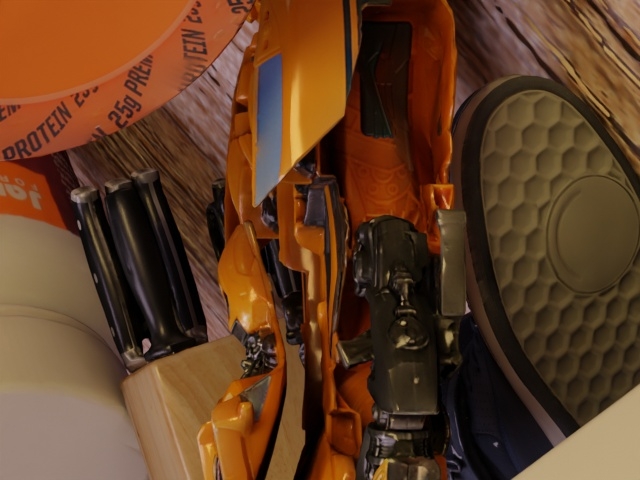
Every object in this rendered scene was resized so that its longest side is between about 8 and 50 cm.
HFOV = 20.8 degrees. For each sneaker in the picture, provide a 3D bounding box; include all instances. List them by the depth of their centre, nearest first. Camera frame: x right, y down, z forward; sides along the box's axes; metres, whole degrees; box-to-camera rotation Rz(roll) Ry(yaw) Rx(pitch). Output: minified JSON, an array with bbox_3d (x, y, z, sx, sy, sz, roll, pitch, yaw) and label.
[{"bbox_3d":[0.070,0.030,0.721,0.163,0.086,0.226,20,138,57],"label":"sneaker"}]

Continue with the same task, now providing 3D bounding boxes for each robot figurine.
[{"bbox_3d":[0.000,0.000,0.635,0.211,0.085,0.291,120,150,-77],"label":"robot figurine"}]

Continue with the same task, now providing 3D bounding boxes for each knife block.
[{"bbox_3d":[-0.057,0.099,0.906,0.242,0.275,0.088,29,163,-9],"label":"knife block"}]

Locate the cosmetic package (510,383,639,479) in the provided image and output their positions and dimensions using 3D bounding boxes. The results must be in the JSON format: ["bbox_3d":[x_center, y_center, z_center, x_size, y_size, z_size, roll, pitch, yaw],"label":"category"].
[{"bbox_3d":[0.136,0.165,0.574,0.138,0.224,0.224,39,154,41],"label":"cosmetic package"}]

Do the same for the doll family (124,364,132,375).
[{"bbox_3d":[-0.160,0.066,1.271,0.076,0.111,0.193,-15,97,34],"label":"doll family"}]

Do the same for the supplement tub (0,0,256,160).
[{"bbox_3d":[-0.131,-0.185,0.581,0.193,0.194,0.316,82,169,-49],"label":"supplement tub"}]

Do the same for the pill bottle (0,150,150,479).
[{"bbox_3d":[-0.248,0.017,1.080,0.224,0.224,0.392,80,167,-47],"label":"pill bottle"}]
